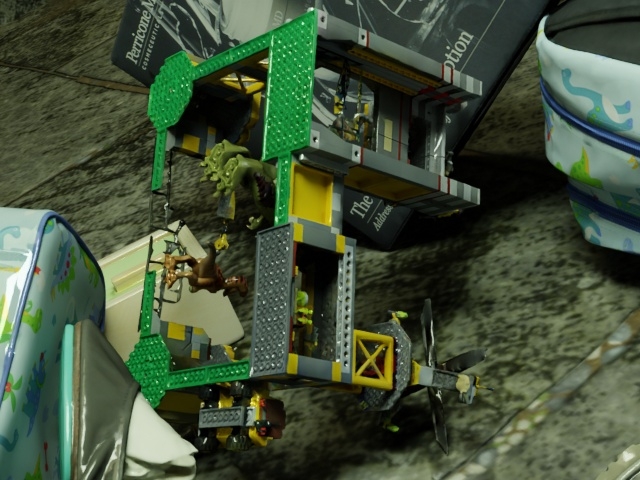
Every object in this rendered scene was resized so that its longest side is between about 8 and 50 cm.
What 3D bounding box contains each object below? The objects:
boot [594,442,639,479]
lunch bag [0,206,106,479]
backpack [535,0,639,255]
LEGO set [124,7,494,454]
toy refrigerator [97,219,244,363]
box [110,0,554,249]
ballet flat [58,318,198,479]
[{"bbox_3d":[0.245,0.153,0.517,0.189,0.076,0.208,-27,33,-8],"label":"boot"},{"bbox_3d":[-0.222,0.099,0.794,0.090,0.176,0.219,4,67,10],"label":"lunch bag"},{"bbox_3d":[0.312,-0.093,0.747,0.355,0.273,0.290,26,53,29],"label":"backpack"},{"bbox_3d":[0.000,0.000,0.822,0.255,0.192,0.332,-25,59,44],"label":"LEGO set"},{"bbox_3d":[-0.212,0.088,0.957,0.269,0.094,0.102,-27,26,-9],"label":"toy refrigerator"},{"bbox_3d":[0.028,-0.223,0.942,0.179,0.312,0.343,-50,-7,-43],"label":"box"},{"bbox_3d":[-0.127,0.174,0.695,0.096,0.095,0.281,6,50,-10],"label":"ballet flat"}]
